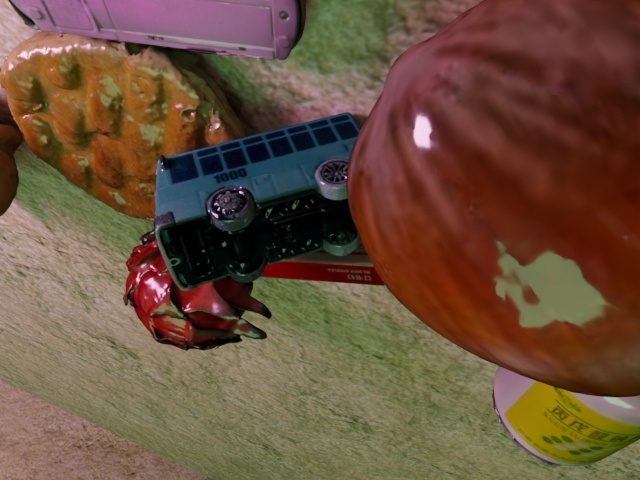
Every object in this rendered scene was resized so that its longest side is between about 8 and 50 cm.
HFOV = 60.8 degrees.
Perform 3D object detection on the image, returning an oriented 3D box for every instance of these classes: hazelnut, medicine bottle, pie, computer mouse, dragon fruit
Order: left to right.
[{"bbox_3d":[-0.246,-0.138,0.734,0.340,0.083,0.339,9,143,7],"label":"pie"},{"bbox_3d":[-0.166,-0.256,0.534,0.311,0.071,0.158,8,152,3],"label":"computer mouse"},{"bbox_3d":[-0.207,0.090,0.916,0.274,0.193,0.192,40,-172,3],"label":"dragon fruit"},{"bbox_3d":[0.207,-0.042,0.479,0.373,0.315,0.372,0,122,0],"label":"hazelnut"},{"bbox_3d":[0.400,0.169,0.770,0.214,0.213,0.378,12,144,6],"label":"medicine bottle"}]

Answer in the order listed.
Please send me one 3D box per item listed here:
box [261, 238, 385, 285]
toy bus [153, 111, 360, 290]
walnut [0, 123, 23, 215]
[{"bbox_3d":[0.000,0.000,0.782,0.230,0.123,0.050,3,138,20],"label":"box"},{"bbox_3d":[-0.062,-0.049,0.641,0.256,0.147,0.128,-15,140,-9],"label":"toy bus"},{"bbox_3d":[-0.547,-0.111,0.774,0.257,0.257,0.224,-15,98,37],"label":"walnut"}]
